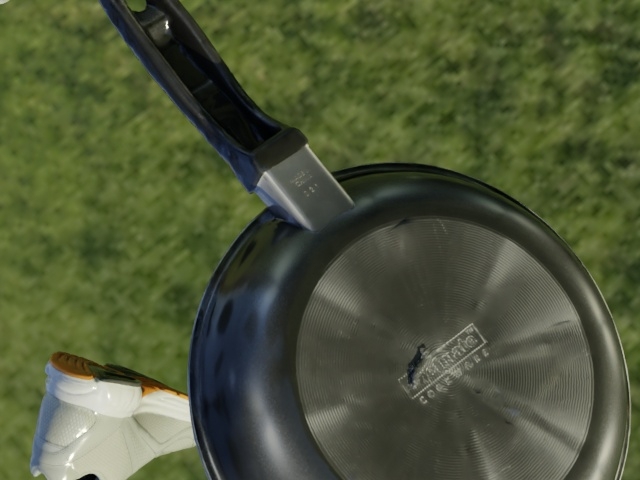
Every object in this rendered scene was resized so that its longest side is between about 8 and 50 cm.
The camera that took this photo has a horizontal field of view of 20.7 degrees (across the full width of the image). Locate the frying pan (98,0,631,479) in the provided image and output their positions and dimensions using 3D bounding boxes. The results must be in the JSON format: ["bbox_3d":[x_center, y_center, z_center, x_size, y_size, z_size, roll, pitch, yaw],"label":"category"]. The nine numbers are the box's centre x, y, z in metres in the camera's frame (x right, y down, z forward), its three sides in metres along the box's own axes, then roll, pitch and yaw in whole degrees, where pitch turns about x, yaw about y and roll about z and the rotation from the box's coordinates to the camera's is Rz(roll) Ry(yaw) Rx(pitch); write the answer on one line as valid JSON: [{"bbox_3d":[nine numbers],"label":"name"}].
[{"bbox_3d":[0.028,-0.003,0.734,0.053,0.197,0.326,141,117,-67],"label":"frying pan"}]

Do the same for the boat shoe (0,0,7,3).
[{"bbox_3d":[-0.078,-0.071,0.398,0.206,0.065,0.075,-8,142,12],"label":"boat shoe"}]

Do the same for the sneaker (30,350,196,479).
[{"bbox_3d":[-0.187,0.176,1.574,0.099,0.121,0.262,21,177,25],"label":"sneaker"}]
